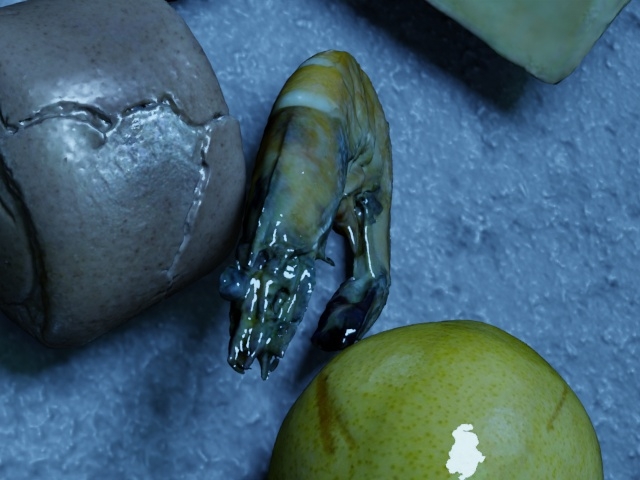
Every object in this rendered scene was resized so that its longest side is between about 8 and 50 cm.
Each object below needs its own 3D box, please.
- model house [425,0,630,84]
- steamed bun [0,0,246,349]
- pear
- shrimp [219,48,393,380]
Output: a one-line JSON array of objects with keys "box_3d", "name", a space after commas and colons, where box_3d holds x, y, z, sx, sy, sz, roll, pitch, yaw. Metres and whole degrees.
[{"box_3d": [0.229, -0.439, 1.396, 0.334, 0.382, 0.343, 32, 30, -14], "name": "model house"}, {"box_3d": [-0.191, -0.074, 1.149, 0.251, 0.199, 0.301, -28, 103, -45], "name": "steamed bun"}, {"box_3d": [0.099, 0.221, 1.179, 0.314, 0.314, 0.314, 7, 73, -23], "name": "pear"}, {"box_3d": [0.000, 0.000, 1.224, 0.445, 0.085, 0.272, -67, 144, -53], "name": "shrimp"}]
